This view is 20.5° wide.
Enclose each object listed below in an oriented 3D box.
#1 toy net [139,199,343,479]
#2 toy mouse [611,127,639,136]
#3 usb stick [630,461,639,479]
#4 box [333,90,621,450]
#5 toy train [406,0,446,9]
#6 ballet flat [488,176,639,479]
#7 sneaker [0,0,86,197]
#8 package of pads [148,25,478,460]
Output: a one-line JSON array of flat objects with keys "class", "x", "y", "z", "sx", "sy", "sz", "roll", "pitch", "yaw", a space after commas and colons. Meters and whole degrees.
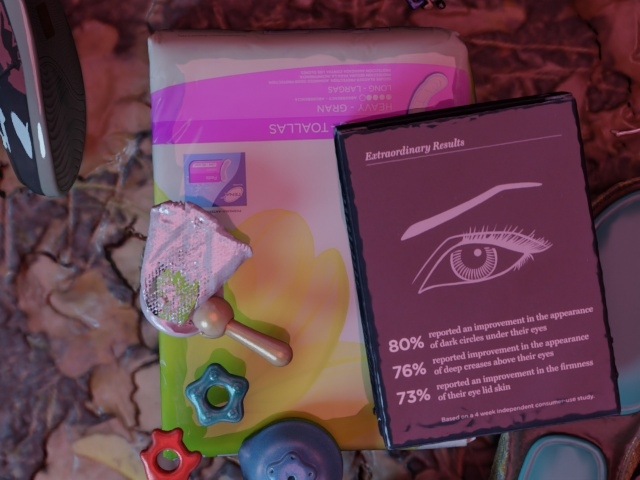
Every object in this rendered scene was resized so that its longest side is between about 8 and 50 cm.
[{"class": "toy net", "x": -0.074, "y": 0.087, "z": 1.169, "sx": 0.122, "sy": 0.045, "sz": 0.232, "roll": -21, "pitch": 94, "yaw": 3}, {"class": "toy mouse", "x": 0.284, "y": -0.076, "z": 1.282, "sx": 0.143, "sy": 0.031, "sz": 0.161, "roll": 4, "pitch": 94, "yaw": -4}, {"class": "usb stick", "x": 0.310, "y": 0.265, "z": 1.302, "sx": 0.077, "sy": 0.045, "sz": 0.278, "roll": -37, "pitch": 96, "yaw": 8}, {"class": "box", "x": 0.097, "y": 0.017, "z": 1.133, "sx": 0.153, "sy": 0.108, "sz": 0.207, "roll": -8, "pitch": 93, "yaw": -1}, {"class": "toy train", "x": 0.033, "y": -0.223, "z": 1.257, "sx": 0.036, "sy": 0.027, "sz": 0.158, "roll": -39, "pitch": 95, "yaw": 3}, {"class": "ballet flat", "x": 0.180, "y": 0.123, "z": 1.250, "sx": 0.123, "sy": 0.123, "sz": 0.348, "roll": 15, "pitch": 90, "yaw": -5}, {"class": "sneaker", "x": -0.240, "y": -0.133, "z": 1.231, "sx": 0.118, "sy": 0.083, "sz": 0.222, "roll": -8, "pitch": 102, "yaw": 16}, {"class": "package of pads", "x": 0.000, "y": 0.000, "z": 1.235, "sx": 0.229, "sy": 0.101, "sz": 0.296, "roll": -1, "pitch": 95, "yaw": -2}]
